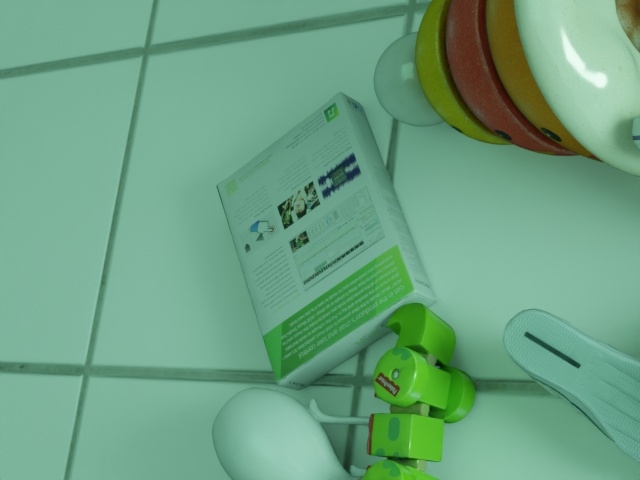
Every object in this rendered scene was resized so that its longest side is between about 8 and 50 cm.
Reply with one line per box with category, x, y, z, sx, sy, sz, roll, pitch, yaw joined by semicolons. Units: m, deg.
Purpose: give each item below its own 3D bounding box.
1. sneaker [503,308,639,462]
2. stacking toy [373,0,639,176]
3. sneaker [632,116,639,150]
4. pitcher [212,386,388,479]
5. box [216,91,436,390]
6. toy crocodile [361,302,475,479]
sneaker;0.312;0.157;1.525;0.258;0.091;0.094;39;95;20
stacking toy;0.231;-0.214;1.640;0.480;0.350;0.351;-12;66;57
sneaker;0.427;-0.037;1.389;0.102;0.282;0.161;-172;91;-78
pitcher;-0.017;0.253;1.748;0.207;0.125;0.178;38;79;31
box;0.000;0.000;1.856;0.232;0.058;0.322;-35;54;25
toy crocodile;0.097;0.235;1.653;0.105;0.115;0.340;-8;67;44
